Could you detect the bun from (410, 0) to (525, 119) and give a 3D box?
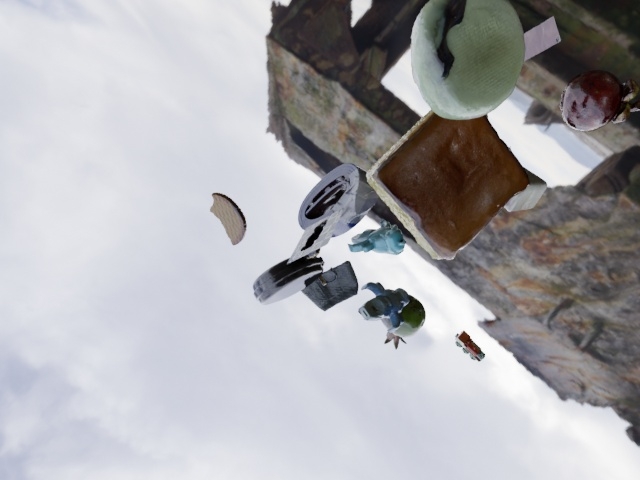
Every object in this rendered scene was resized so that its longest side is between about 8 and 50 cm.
[{"bbox_3d":[0.302,-0.407,1.057,0.283,0.283,0.179,26,177,-27],"label":"bun"}]

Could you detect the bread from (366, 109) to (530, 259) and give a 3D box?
[{"bbox_3d":[0.329,-0.165,1.236,0.323,0.333,0.143,46,176,-14],"label":"bread"}]

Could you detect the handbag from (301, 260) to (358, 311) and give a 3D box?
[{"bbox_3d":[0.048,0.204,2.152,0.175,0.270,0.089,56,-168,-26],"label":"handbag"}]

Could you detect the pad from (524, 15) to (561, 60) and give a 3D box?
[{"bbox_3d":[0.918,-0.849,2.030,0.006,0.187,0.113,-10,-96,-38],"label":"pad"}]

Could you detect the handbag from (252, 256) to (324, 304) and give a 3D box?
[{"bbox_3d":[-0.114,0.135,1.748,0.093,0.253,0.308,57,-155,12],"label":"handbag"}]

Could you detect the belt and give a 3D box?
[{"bbox_3d":[0.061,-0.142,1.813,0.117,0.347,0.213,20,-133,-38],"label":"belt"}]

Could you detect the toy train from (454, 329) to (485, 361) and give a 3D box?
[{"bbox_3d":[0.740,0.526,2.358,0.176,0.074,0.118,45,170,12],"label":"toy train"}]

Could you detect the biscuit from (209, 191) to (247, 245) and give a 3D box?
[{"bbox_3d":[-0.385,-0.087,2.005,0.176,0.229,0.031,18,-145,21],"label":"biscuit"}]

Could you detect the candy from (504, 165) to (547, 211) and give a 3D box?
[{"bbox_3d":[0.858,-0.246,2.130,0.358,0.145,0.208,-7,-134,-50],"label":"candy"}]

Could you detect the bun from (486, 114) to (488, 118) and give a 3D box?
[{"bbox_3d":[0.493,-0.427,1.655,0.167,0.173,0.113,58,-139,-26],"label":"bun"}]

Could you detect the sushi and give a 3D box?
[{"bbox_3d":[0.000,0.000,1.642,0.050,0.192,0.215,49,-142,-19],"label":"sushi"}]

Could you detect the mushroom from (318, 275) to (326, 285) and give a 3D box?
[{"bbox_3d":[0.001,0.150,1.930,0.049,0.019,0.101,64,174,-31],"label":"mushroom"}]

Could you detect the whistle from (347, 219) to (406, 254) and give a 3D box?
[{"bbox_3d":[0.206,-0.001,1.695,0.186,0.274,0.093,-34,-69,-27],"label":"whistle"}]

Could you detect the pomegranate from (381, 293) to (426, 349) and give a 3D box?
[{"bbox_3d":[0.313,0.317,1.873,0.181,0.224,0.181,14,-154,-7],"label":"pomegranate"}]

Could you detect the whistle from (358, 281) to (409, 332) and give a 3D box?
[{"bbox_3d":[0.216,0.216,1.601,0.269,0.093,0.180,-11,-116,-55],"label":"whistle"}]

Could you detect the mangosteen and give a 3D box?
[{"bbox_3d":[0.982,-0.488,1.668,0.257,0.215,0.215,6,-163,24],"label":"mangosteen"}]
